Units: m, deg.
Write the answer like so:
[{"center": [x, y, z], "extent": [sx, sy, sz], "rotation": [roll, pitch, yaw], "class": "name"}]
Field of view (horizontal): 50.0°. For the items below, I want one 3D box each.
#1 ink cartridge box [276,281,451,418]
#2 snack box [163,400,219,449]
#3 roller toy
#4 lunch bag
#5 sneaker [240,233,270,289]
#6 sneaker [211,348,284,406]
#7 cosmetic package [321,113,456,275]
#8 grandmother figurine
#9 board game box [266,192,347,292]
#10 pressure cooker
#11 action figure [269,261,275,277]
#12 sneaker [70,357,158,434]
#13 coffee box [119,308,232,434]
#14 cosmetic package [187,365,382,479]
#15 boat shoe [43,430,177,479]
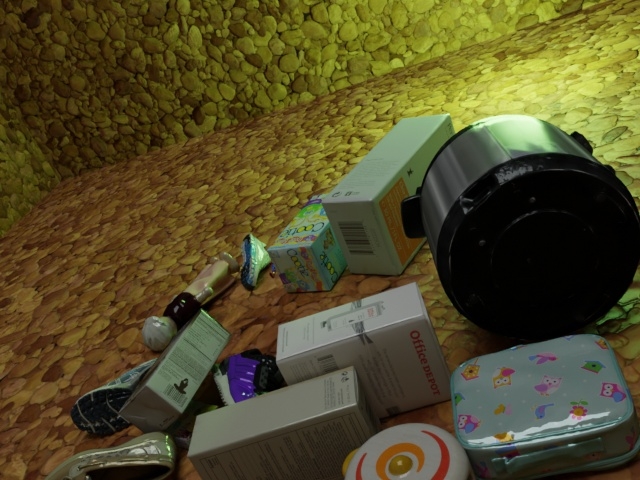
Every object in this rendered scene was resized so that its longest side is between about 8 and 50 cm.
[{"center": [0.085, 0.225, 1.283], "extent": [0.283, 0.207, 0.117], "rotation": [-19, 28, 9], "class": "ink cartridge box"}, {"center": [-0.290, 0.392, 1.472], "extent": [0.141, 0.037, 0.100], "rotation": [-1, 33, 40], "class": "snack box"}, {"center": [0.138, 0.375, 1.025], "extent": [0.191, 0.146, 0.209], "rotation": [-22, 25, 2], "class": "roller toy"}, {"center": [0.346, 0.273, 1.092], "extent": [0.279, 0.107, 0.224], "rotation": [-17, 30, 15], "class": "lunch bag"}, {"center": [-0.180, 0.065, 1.969], "extent": [0.071, 0.083, 0.190], "rotation": [-45, 33, 37], "class": "sneaker"}, {"center": [-0.131, 0.305, 1.431], "extent": [0.146, 0.102, 0.293], "rotation": [-28, 26, -10], "class": "sneaker"}, {"center": [0.215, -0.130, 1.825], "extent": [0.162, 0.230, 0.453], "rotation": [0, 36, 39], "class": "cosmetic package"}, {"center": [-0.360, 0.170, 1.893], "extent": [0.342, 0.104, 0.208], "rotation": [-49, 8, -37], "class": "grandmother figurine"}, {"center": [0.000, 0.000, 1.850], "extent": [0.142, 0.144, 0.275], "rotation": [-6, 30, 33], "class": "board game box"}, {"center": [0.389, -0.053, 1.352], "extent": [0.375, 0.370, 0.420], "rotation": [-55, 14, 21], "class": "pressure cooker"}, {"center": [-0.127, 0.065, 1.967], "extent": [0.038, 0.030, 0.115], "rotation": [-24, 23, 11], "class": "action figure"}, {"center": [-0.445, 0.360, 1.620], "extent": [0.283, 0.110, 0.122], "rotation": [-24, 8, -6], "class": "sneaker"}, {"center": [-0.307, 0.283, 1.478], "extent": [0.141, 0.098, 0.246], "rotation": [-43, 10, 36], "class": "coffee box"}, {"center": [-0.056, 0.355, 1.214], "extent": [0.310, 0.160, 0.113], "rotation": [-18, 25, 9], "class": "cosmetic package"}, {"center": [-0.424, 0.469, 1.362], "extent": [0.285, 0.104, 0.089], "rotation": [-24, 23, -2], "class": "boat shoe"}]
